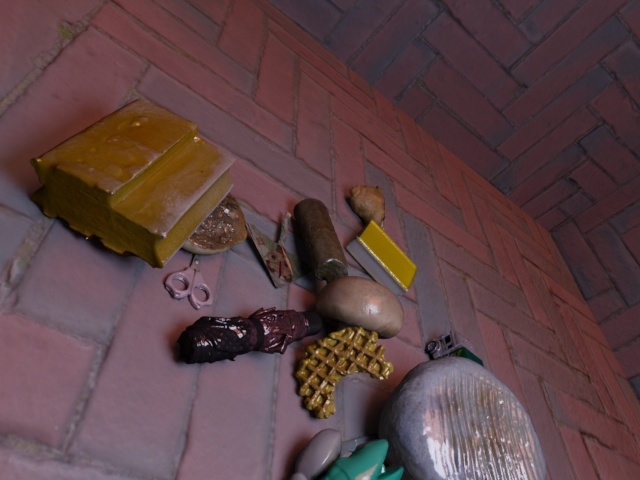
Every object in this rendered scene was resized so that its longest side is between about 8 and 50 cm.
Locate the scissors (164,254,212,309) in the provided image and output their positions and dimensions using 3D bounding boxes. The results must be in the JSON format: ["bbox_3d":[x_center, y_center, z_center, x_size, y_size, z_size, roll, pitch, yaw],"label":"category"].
[{"bbox_3d":[-0.252,0.054,0.967,0.100,0.015,0.189,32,33,-27],"label":"scissors"}]

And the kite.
[{"bbox_3d":[-0.095,0.013,1.173,0.229,0.012,0.250,40,35,-32],"label":"kite"}]

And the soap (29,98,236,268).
[{"bbox_3d":[-0.323,-0.113,0.886,0.259,0.143,0.281,29,40,-3],"label":"soap"}]

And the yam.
[{"bbox_3d":[0.000,0.000,1.217,0.093,0.093,0.259,24,30,-33],"label":"yam"}]

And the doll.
[{"bbox_3d":[0.013,0.418,0.796,0.258,0.153,0.195,4,69,-28],"label":"doll"}]

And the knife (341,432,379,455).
[{"bbox_3d":[0.067,0.411,0.964,0.210,0.015,0.028,9,42,-47],"label":"knife"}]

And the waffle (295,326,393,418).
[{"bbox_3d":[0.044,0.260,0.965,0.051,0.193,0.149,76,-8,-68],"label":"waffle"}]

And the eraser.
[{"bbox_3d":[0.188,0.056,1.442,0.226,0.069,0.158,47,30,-2],"label":"eraser"}]

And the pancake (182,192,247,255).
[{"bbox_3d":[-0.272,-0.082,1.049,0.282,0.049,0.283,32,31,-22],"label":"pancake"}]

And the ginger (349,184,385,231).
[{"bbox_3d":[0.153,-0.093,1.554,0.122,0.115,0.193,6,55,-19],"label":"ginger"}]

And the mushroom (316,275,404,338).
[{"bbox_3d":[0.080,0.184,1.085,0.204,0.204,0.204,31,36,-25],"label":"mushroom"}]

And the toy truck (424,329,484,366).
[{"bbox_3d":[0.367,0.357,1.278,0.114,0.124,0.254,38,30,-22],"label":"toy truck"}]

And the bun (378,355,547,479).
[{"bbox_3d":[0.286,0.427,1.004,0.361,0.211,0.362,15,47,-17],"label":"bun"}]

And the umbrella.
[{"bbox_3d":[-0.120,0.175,0.919,0.325,0.094,0.091,1,82,-49],"label":"umbrella"}]
